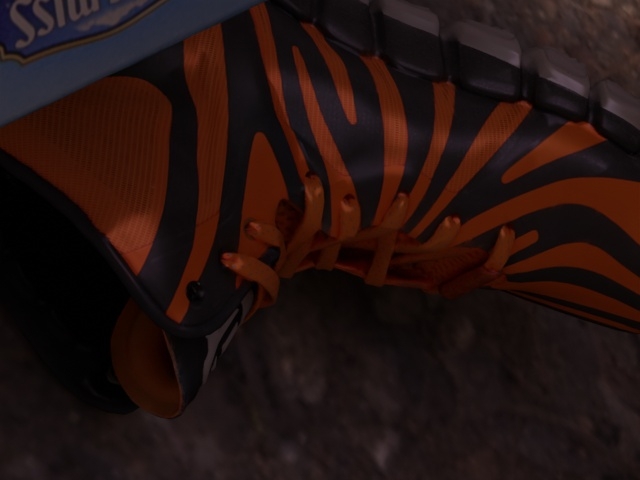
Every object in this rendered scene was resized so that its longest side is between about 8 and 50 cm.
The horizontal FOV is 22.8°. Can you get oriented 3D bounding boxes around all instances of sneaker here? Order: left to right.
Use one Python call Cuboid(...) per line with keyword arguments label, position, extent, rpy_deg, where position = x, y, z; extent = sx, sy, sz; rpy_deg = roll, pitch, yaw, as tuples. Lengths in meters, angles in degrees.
Cuboid(label="sneaker", position=(0.000, 0.000, 0.576), extent=(0.321, 0.124, 0.180), rpy_deg=(25, 56, -13))

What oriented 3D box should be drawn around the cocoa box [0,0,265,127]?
Cuboid(label="cocoa box", position=(-0.164, -0.141, 0.345), extent=(0.347, 0.228, 0.231), rpy_deg=(-32, 127, -36))
